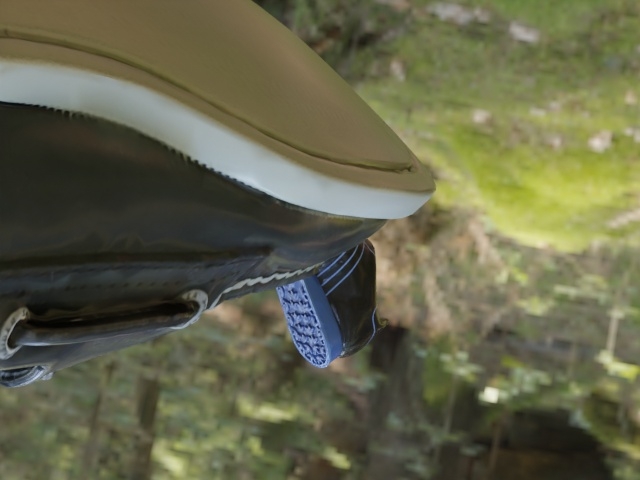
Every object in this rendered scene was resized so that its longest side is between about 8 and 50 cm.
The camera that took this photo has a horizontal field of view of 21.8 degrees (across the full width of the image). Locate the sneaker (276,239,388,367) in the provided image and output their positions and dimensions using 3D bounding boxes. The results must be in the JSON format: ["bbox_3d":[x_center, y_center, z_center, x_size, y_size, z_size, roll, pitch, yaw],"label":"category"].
[{"bbox_3d":[0.000,0.000,1.562,0.090,0.232,0.081,-27,-156,-33],"label":"sneaker"}]

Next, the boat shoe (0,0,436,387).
[{"bbox_3d":[-0.088,-0.016,0.389,0.127,0.113,0.340,44,-163,18],"label":"boat shoe"}]
